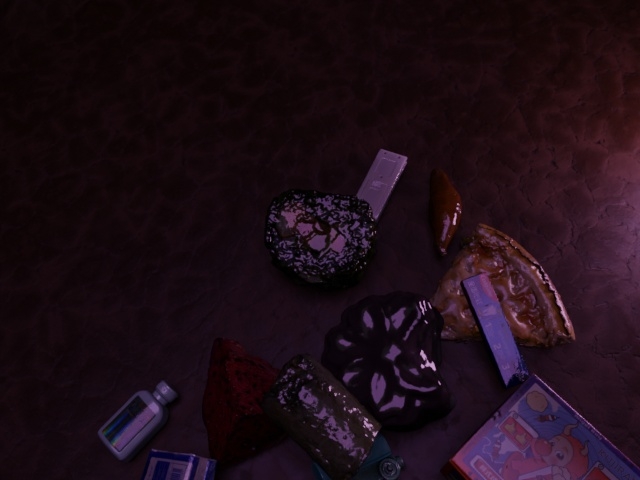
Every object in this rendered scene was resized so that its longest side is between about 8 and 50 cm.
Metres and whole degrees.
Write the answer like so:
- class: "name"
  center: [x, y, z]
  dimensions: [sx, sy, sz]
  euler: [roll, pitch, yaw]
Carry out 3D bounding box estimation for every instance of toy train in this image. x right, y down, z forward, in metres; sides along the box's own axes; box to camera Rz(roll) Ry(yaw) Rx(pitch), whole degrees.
- class: "toy train"
  center: [0.094, 0.601, 1.488]
  dimensions: [0.248, 0.101, 0.159]
  euler: [-17, 52, -25]

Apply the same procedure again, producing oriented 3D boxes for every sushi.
- class: "sushi"
  center: [0.000, 0.000, 1.779]
  dimensions: [0.351, 0.178, 0.294]
  euler: [10, 76, 10]

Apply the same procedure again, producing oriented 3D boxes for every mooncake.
- class: "mooncake"
  center: [0.188, 0.331, 1.566]
  dimensions: [0.350, 0.212, 0.382]
  euler: [-22, 63, 12]

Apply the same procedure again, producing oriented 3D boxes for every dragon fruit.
- class: "dragon fruit"
  center: [-0.212, 0.410, 1.560]
  dimensions: [0.302, 0.240, 0.330]
  euler: [-19, 68, -14]

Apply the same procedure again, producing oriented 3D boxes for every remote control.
- class: "remote control"
  center: [0.198, -0.184, 1.939]
  dimensions: [0.102, 0.056, 0.277]
  euler: [21, 65, 16]

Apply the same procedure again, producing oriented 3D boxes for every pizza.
- class: "pizza"
  center: [0.533, 0.126, 1.728]
  dimensions: [0.434, 0.080, 0.392]
  euler: [4, 63, 7]

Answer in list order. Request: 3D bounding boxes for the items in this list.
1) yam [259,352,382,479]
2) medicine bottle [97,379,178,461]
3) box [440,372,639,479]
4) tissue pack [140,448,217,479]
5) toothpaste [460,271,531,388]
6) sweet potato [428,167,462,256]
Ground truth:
- class: "yam"
  center: [0.004, 0.435, 1.406]
  dimensions: [0.300, 0.195, 0.195]
  euler: [42, 73, 12]
- class: "medicine bottle"
  center: [-0.514, 0.508, 1.628]
  dimensions: [0.121, 0.083, 0.229]
  euler: [36, 70, 24]
- class: "box"
  center: [0.535, 0.577, 1.390]
  dimensions: [0.318, 0.257, 0.349]
  euler: [-38, 65, -15]
- class: "tissue pack"
  center: [-0.382, 0.692, 1.460]
  dimensions: [0.209, 0.137, 0.270]
  euler: [-15, 54, 39]
- class: "toothpaste"
  center: [0.491, 0.252, 1.601]
  dimensions: [0.076, 0.066, 0.321]
  euler: [-19, 73, 3]
- class: "sweet potato"
  center: [0.407, -0.106, 1.848]
  dimensions: [0.112, 0.112, 0.360]
  euler: [3, 60, 7]
